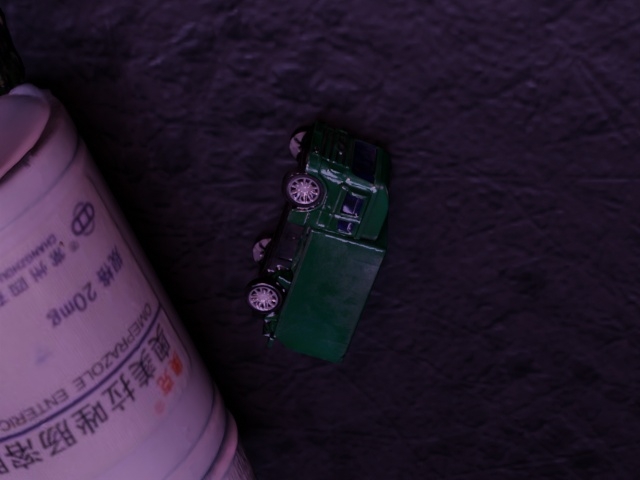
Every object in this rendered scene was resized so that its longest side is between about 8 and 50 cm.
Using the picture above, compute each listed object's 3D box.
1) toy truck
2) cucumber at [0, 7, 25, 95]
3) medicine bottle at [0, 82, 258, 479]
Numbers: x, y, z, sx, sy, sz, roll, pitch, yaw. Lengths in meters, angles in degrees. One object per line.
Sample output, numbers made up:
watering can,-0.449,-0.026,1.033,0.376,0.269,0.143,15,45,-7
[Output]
toy truck,0.000,0.000,0.911,0.079,0.065,0.147,15,124,-5
cucumber,-0.223,-0.198,0.693,0.067,0.067,0.294,-8,120,13
medicine bottle,-0.179,0.088,0.918,0.189,0.190,0.332,-15,120,17
